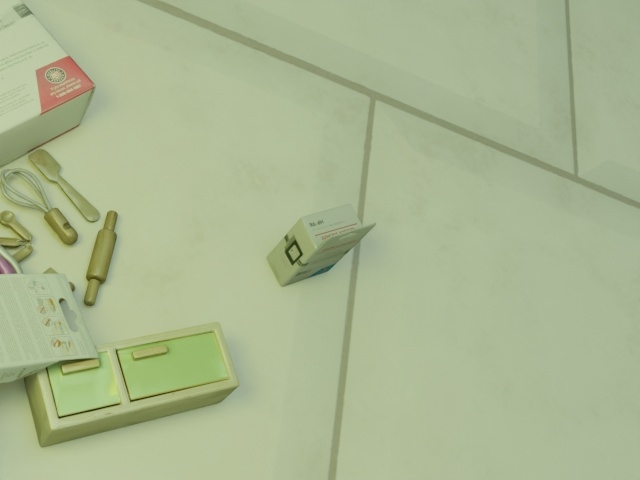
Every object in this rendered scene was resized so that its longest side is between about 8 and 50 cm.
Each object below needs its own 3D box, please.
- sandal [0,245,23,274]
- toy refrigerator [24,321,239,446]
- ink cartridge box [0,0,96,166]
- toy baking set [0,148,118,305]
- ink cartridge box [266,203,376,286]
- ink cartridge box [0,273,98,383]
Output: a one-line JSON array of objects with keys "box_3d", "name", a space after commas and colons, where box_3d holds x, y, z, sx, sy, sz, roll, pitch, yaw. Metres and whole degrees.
[{"box_3d": [-0.571, -0.024, 1.129, 0.416, 0.102, 0.169, 28, 77, -18], "name": "sandal"}, {"box_3d": [-0.258, 0.195, 1.222, 0.269, 0.094, 0.102, -8, 68, -31], "name": "toy refrigerator"}, {"box_3d": [-0.516, -0.268, 1.331, 0.283, 0.117, 0.207, 49, 52, 4], "name": "ink cartridge box"}, {"box_3d": [-0.396, -0.019, 1.303, 0.196, 0.030, 0.256, 24, 54, -19], "name": "toy baking set"}, {"box_3d": [0.000, 0.000, 1.417, 0.104, 0.180, 0.060, -17, 72, -35], "name": "ink cartridge box"}, {"box_3d": [-0.395, 0.110, 1.138, 0.179, 0.045, 0.145, 2, 50, -48], "name": "ink cartridge box"}]
